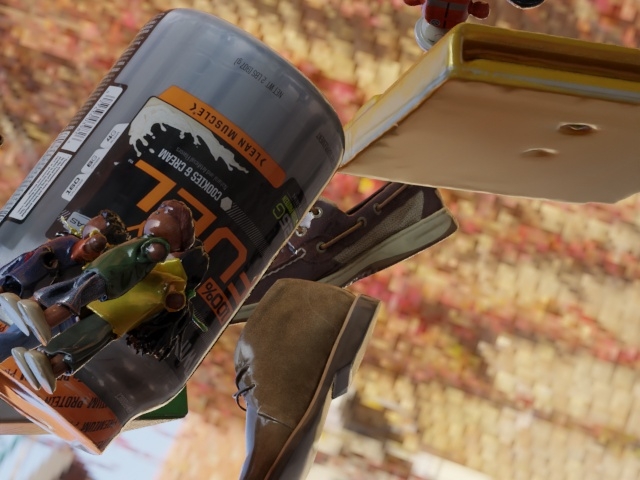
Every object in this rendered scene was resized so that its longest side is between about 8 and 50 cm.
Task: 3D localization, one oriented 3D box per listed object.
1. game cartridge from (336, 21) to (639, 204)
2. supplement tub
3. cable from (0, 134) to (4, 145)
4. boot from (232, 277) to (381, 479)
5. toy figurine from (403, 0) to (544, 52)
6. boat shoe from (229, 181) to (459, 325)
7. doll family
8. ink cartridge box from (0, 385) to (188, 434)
[{"bbox_3d":[0.187,-0.097,1.500,0.324,0.285,0.052,149,126,-70],"label":"game cartridge"},{"bbox_3d":[-0.138,-0.005,1.355,0.316,0.194,0.193,-55,-20,-16],"label":"supplement tub"},{"bbox_3d":[-0.487,-0.144,2.225,0.184,0.151,0.047,24,-113,-44],"label":"cable"},{"bbox_3d":[-0.047,0.166,1.728,0.112,0.115,0.305,102,-168,-55],"label":"boot"},{"bbox_3d":[0.158,-0.345,2.076,0.213,0.209,0.148,-33,-22,-20],"label":"toy figurine"},{"bbox_3d":[0.000,0.000,2.112,0.342,0.123,0.123,-24,3,-19],"label":"boat shoe"},{"bbox_3d":[-0.110,0.023,0.856,0.111,0.193,0.076,-35,-69,-24],"label":"doll family"},{"bbox_3d":[-0.241,0.121,1.526,0.153,0.208,0.086,-18,73,57],"label":"ink cartridge box"}]
